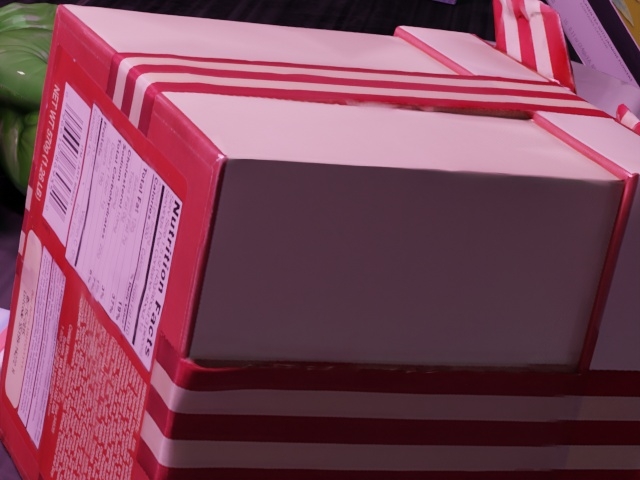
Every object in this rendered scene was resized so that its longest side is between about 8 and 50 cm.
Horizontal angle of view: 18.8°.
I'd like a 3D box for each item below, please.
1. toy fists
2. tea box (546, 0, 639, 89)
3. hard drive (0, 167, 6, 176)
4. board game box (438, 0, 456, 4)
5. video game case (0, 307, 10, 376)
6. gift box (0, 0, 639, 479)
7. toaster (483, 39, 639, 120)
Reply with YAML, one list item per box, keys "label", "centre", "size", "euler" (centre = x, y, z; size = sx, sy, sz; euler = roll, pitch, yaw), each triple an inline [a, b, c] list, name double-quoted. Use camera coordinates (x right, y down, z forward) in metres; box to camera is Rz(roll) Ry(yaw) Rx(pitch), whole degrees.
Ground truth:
- label: "toy fists"
  centre: [-0.216, -0.081, 1.204]
  size: [0.279, 0.096, 0.142]
  euler: [-10, 49, -45]
- label: "tea box"
  centre: [0.412, -0.300, 1.765]
  size: [0.329, 0.220, 0.323]
  euler: [-27, -7, -19]
- label: "hard drive"
  centre: [-0.243, -0.078, 1.326]
  size: [0.094, 0.022, 0.135]
  euler: [-1, 23, -39]
- label: "board game box"
  centre: [0.040, -0.341, 2.256]
  size: [0.194, 0.060, 0.194]
  euler: [5, 20, -28]
- label: "video game case"
  centre: [-0.299, 0.041, 0.934]
  size: [0.285, 0.025, 0.204]
  euler: [16, 18, 4]
- label: "gift box"
  centre: [0.011, 0.018, 0.878]
  size: [0.258, 0.255, 0.276]
  euler: [3, 25, -25]
- label: "toaster"
  centre: [0.163, -0.057, 1.415]
  size: [0.227, 0.129, 0.146]
  euler: [20, 23, 10]
